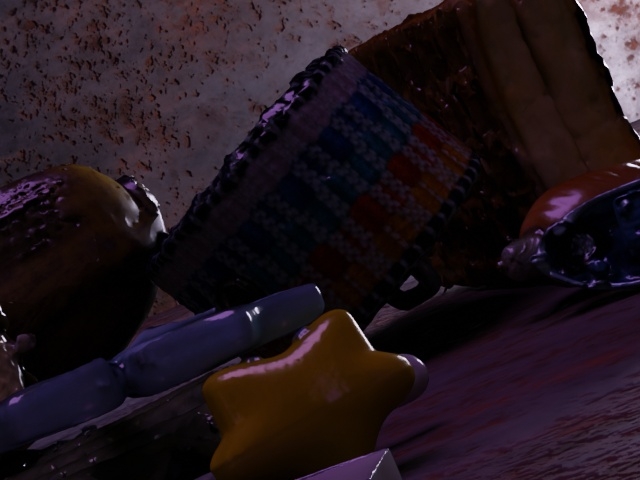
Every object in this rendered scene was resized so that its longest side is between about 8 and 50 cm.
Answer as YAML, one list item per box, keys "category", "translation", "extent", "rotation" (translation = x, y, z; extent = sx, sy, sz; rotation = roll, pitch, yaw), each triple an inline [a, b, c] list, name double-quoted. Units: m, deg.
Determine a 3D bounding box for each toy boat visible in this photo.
- category: "toy boat"
  translation: [0.184, -0.007, 0.921]
  extent: [0.137, 0.060, 0.061]
  rotation: [-18, -18, 20]

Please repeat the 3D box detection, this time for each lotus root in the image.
- category: "lotus root"
  translation: [-0.274, 0.096, 1.206]
  extent: [0.397, 0.179, 0.196]
  rotation: [-38, -13, -13]

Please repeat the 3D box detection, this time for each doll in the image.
- category: "doll"
  translation: [-0.001, 0.083, 0.735]
  extent: [0.135, 0.071, 0.113]
  rotation: [-22, -18, -40]

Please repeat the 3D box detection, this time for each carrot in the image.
- category: "carrot"
  translation: [0.238, -0.035, 1.054]
  extent: [0.336, 0.069, 0.069]
  rotation: [-21, 1, -32]

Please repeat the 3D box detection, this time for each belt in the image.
- category: "belt"
  translation: [0.000, 0.000, 1.119]
  extent: [0.207, 0.160, 0.295]
  rotation: [-51, 1, -16]

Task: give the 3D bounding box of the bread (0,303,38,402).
- category: "bread"
  translation: [-0.313, 0.034, 1.042]
  extent: [0.178, 0.266, 0.142]
  rotation: [-29, -7, 34]

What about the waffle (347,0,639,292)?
- category: "waffle"
  translation: [0.120, -0.074, 1.202]
  extent: [0.091, 0.213, 0.308]
  rotation: [-27, 5, -15]

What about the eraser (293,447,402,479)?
- category: "eraser"
  translation: [-0.045, 0.121, 0.614]
  extent: [0.150, 0.023, 0.104]
  rotation: [-22, 3, 12]

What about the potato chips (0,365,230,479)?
- category: "potato chips"
  translation: [-0.238, 0.163, 0.896]
  extent: [0.429, 0.070, 0.358]
  rotation: [-19, 0, 30]

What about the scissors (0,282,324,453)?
- category: "scissors"
  translation: [-0.112, 0.070, 0.854]
  extent: [0.191, 0.029, 0.360]
  rotation: [-23, 1, -12]
